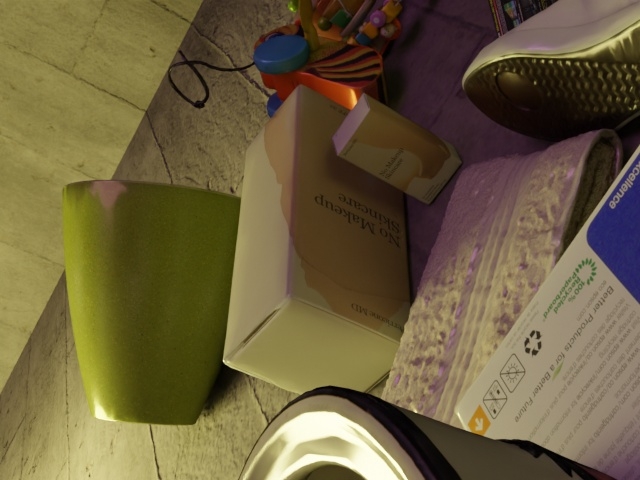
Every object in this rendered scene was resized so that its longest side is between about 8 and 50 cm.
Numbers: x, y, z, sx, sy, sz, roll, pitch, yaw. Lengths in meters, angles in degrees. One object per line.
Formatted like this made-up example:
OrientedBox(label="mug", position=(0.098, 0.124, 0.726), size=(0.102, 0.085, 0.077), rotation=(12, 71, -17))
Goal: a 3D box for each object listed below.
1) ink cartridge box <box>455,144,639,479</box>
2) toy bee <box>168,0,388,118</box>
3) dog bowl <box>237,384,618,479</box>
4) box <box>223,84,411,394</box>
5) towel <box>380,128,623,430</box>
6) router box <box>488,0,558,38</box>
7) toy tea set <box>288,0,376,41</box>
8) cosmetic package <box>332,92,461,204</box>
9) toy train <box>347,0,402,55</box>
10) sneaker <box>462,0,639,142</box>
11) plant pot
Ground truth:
OrientedBox(label="ink cartridge box", position=(0.213, 0.084, 0.450), size=(0.304, 0.072, 0.307), rotation=(-60, 32, 24))
OrientedBox(label="toy bee", position=(-0.028, -0.238, 1.211), size=(0.162, 0.298, 0.195), rotation=(-51, -18, -36))
OrientedBox(label="dog bowl", position=(0.060, 0.274, 0.425), size=(0.408, 0.150, 0.408), rotation=(-174, 90, -69))
OrientedBox(label="box", position=(0.000, 0.000, 0.972), size=(0.121, 0.148, 0.311), rotation=(-46, 30, 36))
OrientedBox(label="towel", position=(0.132, 0.052, 0.751), size=(0.187, 0.049, 0.282), rotation=(-10, 57, 63))
OrientedBox(label="router box", position=(0.190, -0.230, 0.846), size=(0.092, 0.038, 0.123), rotation=(-7, 99, 63))
OrientedBox(label="toy tea set", position=(0.049, -0.394, 1.254), size=(0.336, 0.124, 0.200), rotation=(-49, 12, 33))
OrientedBox(label="cosmetic package", position=(0.075, -0.089, 0.934), size=(0.060, 0.115, 0.041), rotation=(-55, 24, 23))
OrientedBox(label="toy train", position=(0.099, -0.287, 1.191), size=(0.125, 0.046, 0.166), rotation=(-49, 7, -22))
OrientedBox(label="sneaker", position=(0.229, -0.156, 0.716), size=(0.123, 0.106, 0.290), rotation=(-54, 21, -21))
OrientedBox(label="plant pot", position=(-0.221, 0.092, 1.258), size=(0.274, 0.274, 0.294), rotation=(-10, 73, 63))
